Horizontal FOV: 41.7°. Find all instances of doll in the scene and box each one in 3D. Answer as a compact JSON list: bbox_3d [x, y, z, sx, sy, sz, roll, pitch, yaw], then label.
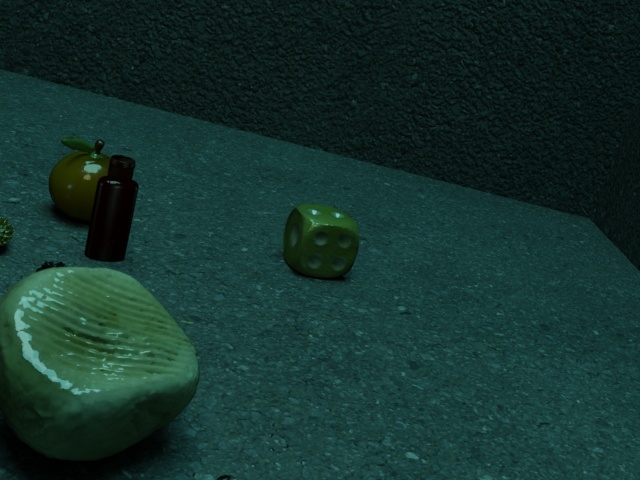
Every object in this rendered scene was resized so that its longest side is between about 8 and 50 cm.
[{"bbox_3d":[-0.616,-0.171,2.260,0.213,0.236,0.213,15,25,-7],"label":"doll"}]

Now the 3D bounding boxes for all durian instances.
[{"bbox_3d":[-0.800,-0.040,1.977,0.146,0.102,0.208,-2,22,-28],"label":"durian"}]

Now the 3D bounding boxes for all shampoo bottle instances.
[{"bbox_3d":[-0.506,-0.079,2.057,0.102,0.260,0.064,6,21,-27],"label":"shampoo bottle"}]

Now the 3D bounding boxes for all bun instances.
[{"bbox_3d":[-0.388,0.214,1.393,0.349,0.227,0.352,24,31,-23],"label":"bun"}]

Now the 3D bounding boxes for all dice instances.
[{"bbox_3d":[0.000,0.000,2.366,0.169,0.166,0.169,7,22,-23],"label":"dice"}]

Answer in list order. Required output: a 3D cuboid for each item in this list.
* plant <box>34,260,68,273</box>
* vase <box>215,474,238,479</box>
[{"bbox_3d":[-0.570,0.100,1.810,0.085,0.087,0.174,-26,30,-17],"label":"plant"},{"bbox_3d":[-0.187,0.414,1.273,0.059,0.059,0.167,25,22,25],"label":"vase"}]
